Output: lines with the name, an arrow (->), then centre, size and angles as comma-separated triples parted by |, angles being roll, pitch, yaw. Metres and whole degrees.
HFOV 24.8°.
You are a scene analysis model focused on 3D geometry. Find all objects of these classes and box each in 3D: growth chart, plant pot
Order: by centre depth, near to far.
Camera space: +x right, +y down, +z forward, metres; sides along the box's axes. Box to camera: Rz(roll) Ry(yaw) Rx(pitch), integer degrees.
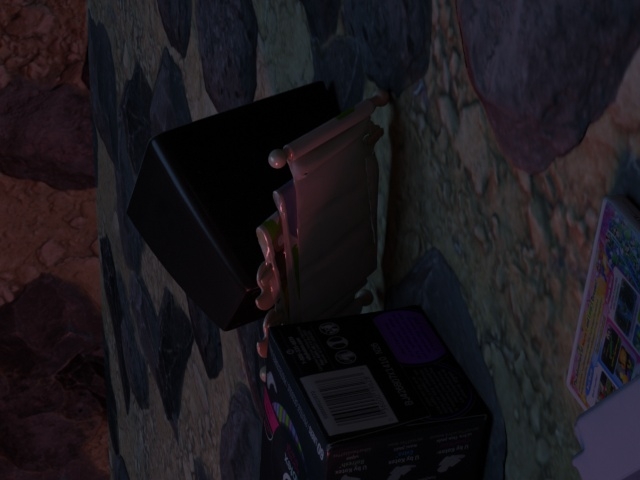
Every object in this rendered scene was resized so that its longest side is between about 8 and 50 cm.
growth chart -> 0.000, 0.000, 1.272 | 0.021, 0.172, 0.237 | 25, 126, 35
plant pot -> -0.062, -0.021, 1.434 | 0.167, 0.188, 0.187 | 63, 157, 13

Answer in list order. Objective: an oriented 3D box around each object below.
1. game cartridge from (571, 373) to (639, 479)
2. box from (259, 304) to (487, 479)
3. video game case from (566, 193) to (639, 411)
game cartridge -> 0.237, 0.204, 0.776 | 0.196, 0.060, 0.294 | 119, 135, -65
box -> 0.035, 0.215, 1.271 | 0.165, 0.143, 0.270 | -120, 28, -51
video game case -> 0.203, 0.074, 0.905 | 0.143, 0.019, 0.157 | -121, 28, -50
